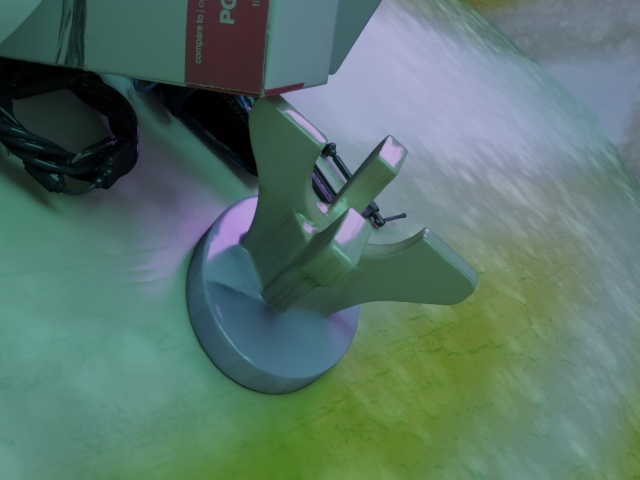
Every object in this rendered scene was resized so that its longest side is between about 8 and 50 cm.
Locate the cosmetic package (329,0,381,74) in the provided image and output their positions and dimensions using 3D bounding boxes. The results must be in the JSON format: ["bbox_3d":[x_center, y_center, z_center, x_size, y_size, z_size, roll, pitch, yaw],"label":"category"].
[{"bbox_3d":[-0.094,-0.483,0.955,0.327,0.329,0.394,16,26,-44],"label":"cosmetic package"}]

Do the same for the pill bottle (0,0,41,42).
[{"bbox_3d":[-0.303,-0.248,0.421,0.318,0.176,0.176,46,22,-40],"label":"pill bottle"}]

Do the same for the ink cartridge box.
[{"bbox_3d":[-0.143,-0.205,0.654,0.282,0.117,0.207,11,18,12],"label":"ink cartridge box"}]

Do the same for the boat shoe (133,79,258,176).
[{"bbox_3d":[-0.127,-0.175,0.818,0.258,0.109,0.089,38,32,-10],"label":"boat shoe"}]

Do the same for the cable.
[{"bbox_3d":[-0.230,-0.106,0.663,0.150,0.047,0.184,31,27,-10],"label":"cable"}]

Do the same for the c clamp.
[{"bbox_3d":[0.028,-0.077,0.989,0.161,0.022,0.137,53,34,11],"label":"c clamp"}]

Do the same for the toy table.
[{"bbox_3d":[0.000,0.000,0.700,0.252,0.161,0.274,35,31,-17],"label":"toy table"}]
